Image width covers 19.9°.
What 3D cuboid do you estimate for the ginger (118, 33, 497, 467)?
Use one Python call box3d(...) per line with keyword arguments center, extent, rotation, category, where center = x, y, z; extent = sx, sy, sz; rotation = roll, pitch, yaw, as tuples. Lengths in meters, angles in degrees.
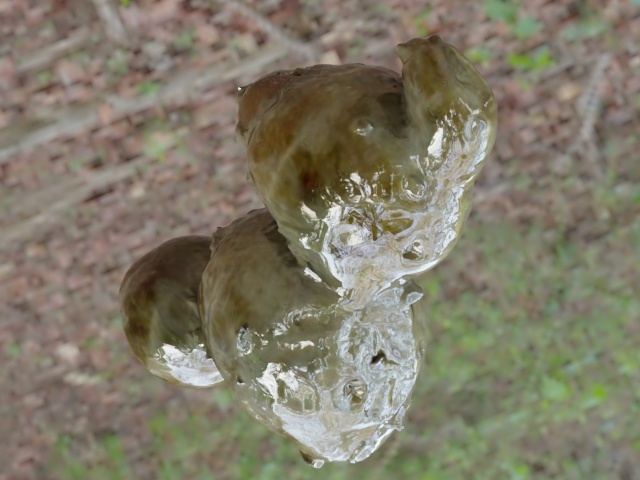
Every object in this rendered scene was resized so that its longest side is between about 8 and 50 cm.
box3d(center=(0.000, 0.000, 1.353), extent=(0.176, 0.256, 0.375), rotation=(-15, 144, -49), category="ginger")
